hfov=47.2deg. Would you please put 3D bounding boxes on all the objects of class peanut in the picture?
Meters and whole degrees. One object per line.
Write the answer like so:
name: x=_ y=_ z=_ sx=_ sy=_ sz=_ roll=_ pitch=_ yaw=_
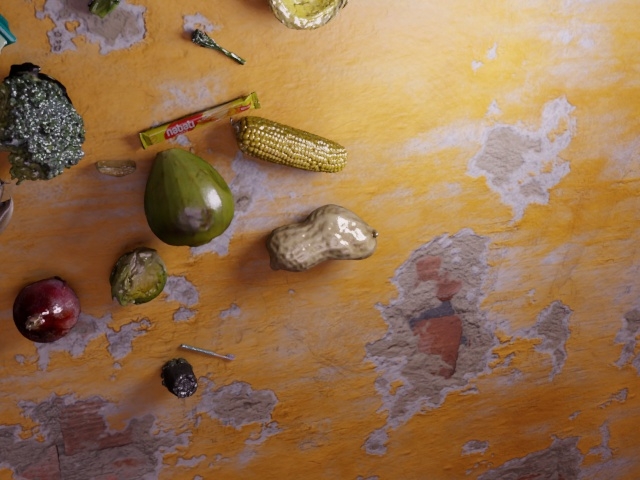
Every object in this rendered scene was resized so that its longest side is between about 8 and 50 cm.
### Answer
peanut: x=0.002 y=-0.010 z=1.905 sx=0.291 sy=0.143 sz=0.159 roll=-11 pitch=89 yaw=-8

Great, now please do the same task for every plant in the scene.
plant: x=-0.384 y=0.375 z=1.992 sx=0.094 sy=0.143 sz=0.092 roll=-20 pitch=106 yaw=-17

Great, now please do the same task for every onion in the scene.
onion: x=-0.656 y=0.175 z=1.736 sx=0.160 sy=0.195 sz=0.159 roll=-1 pitch=102 yaw=-7

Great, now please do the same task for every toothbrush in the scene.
toothbrush: x=-0.313 y=0.311 z=2.052 sx=0.167 sy=0.011 sz=0.014 roll=20 pitch=106 yaw=-29

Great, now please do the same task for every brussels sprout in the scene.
brussels sprout: x=-0.451 y=0.087 z=1.821 sx=0.139 sy=0.100 sz=0.181 roll=2 pitch=118 yaw=-32

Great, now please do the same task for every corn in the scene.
corn: x=-0.076 y=-0.225 z=1.767 sx=0.310 sy=0.101 sz=0.101 roll=15 pitch=113 yaw=-27

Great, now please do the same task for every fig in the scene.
fig: x=-0.306 y=-0.094 z=1.699 sx=0.207 sy=0.207 sz=0.230 roll=-12 pitch=123 yaw=-13

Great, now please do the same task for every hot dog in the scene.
hot dog: x=-0.473 y=-0.164 z=1.700 sx=0.090 sy=0.030 sz=0.034 roll=-4 pitch=129 yaw=-18

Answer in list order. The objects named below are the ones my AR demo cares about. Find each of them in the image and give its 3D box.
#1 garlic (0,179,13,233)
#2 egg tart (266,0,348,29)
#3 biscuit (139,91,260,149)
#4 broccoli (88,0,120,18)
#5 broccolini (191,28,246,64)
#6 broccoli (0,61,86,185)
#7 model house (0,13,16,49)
garlic: x=-0.789 y=-0.059 z=1.540 sx=0.237 sy=0.210 sz=0.292 roll=30 pitch=119 yaw=-20
egg tart: x=-0.031 y=-0.566 z=1.586 sx=0.213 sy=0.090 sz=0.212 roll=-8 pitch=122 yaw=-13
biscuit: x=-0.281 y=-0.281 z=1.705 sx=0.292 sy=0.026 sz=0.048 roll=-21 pitch=144 yaw=-7
broccoli: x=-0.391 y=-0.527 z=1.486 sx=0.204 sy=0.122 sz=0.118 roll=-38 pitch=111 yaw=22
broccolini: x=-0.228 y=-0.425 z=1.640 sx=0.140 sy=0.030 sz=0.035 roll=26 pitch=116 yaw=-35
broccoli: x=-0.626 y=-0.237 z=1.532 sx=0.243 sy=0.263 sz=0.246 roll=-10 pitch=91 yaw=14
model house: x=-0.674 y=-0.400 z=1.433 sx=0.127 sy=0.149 sz=0.100 roll=-7 pitch=139 yaw=38
